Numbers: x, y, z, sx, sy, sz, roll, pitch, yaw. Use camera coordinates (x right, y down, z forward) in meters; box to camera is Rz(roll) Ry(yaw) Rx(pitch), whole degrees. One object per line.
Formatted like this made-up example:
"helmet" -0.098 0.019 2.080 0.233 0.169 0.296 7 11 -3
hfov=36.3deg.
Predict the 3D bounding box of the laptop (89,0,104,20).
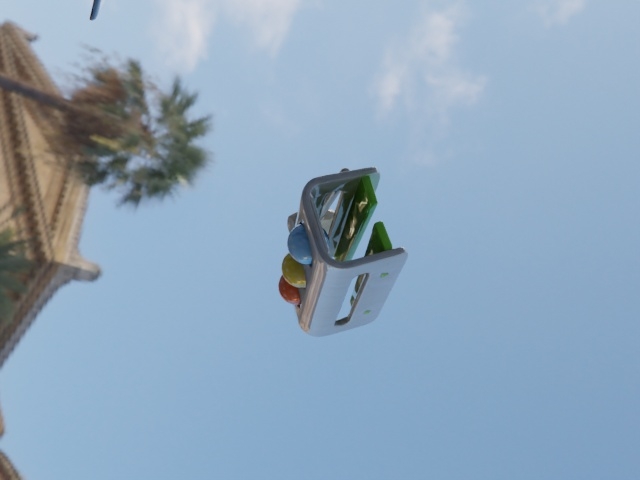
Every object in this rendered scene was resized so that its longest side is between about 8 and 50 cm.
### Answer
"laptop" 0.060 -0.331 0.585 0.382 0.408 0.236 149 -71 -69

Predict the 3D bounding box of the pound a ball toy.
"pound a ball toy" 0.000 0.000 1.330 0.319 0.136 0.208 108 -33 -66
